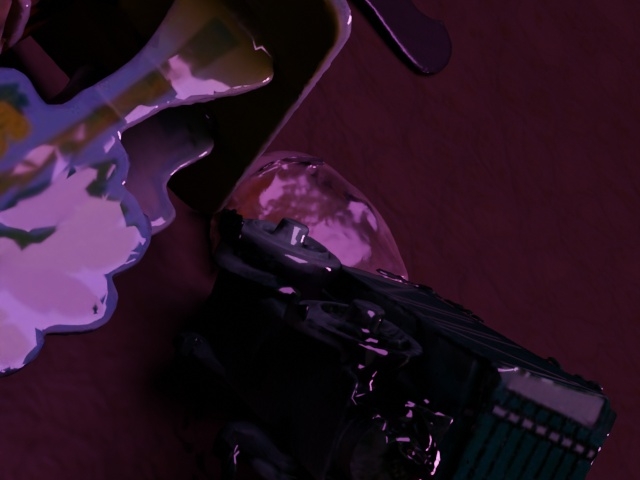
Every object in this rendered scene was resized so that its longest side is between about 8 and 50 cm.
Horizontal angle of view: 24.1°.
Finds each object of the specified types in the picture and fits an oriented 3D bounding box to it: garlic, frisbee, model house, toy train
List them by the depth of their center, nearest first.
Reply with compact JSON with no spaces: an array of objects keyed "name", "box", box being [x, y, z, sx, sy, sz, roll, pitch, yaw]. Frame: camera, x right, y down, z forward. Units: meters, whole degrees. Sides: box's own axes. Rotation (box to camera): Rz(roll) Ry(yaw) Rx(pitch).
[{"name":"model house","box":[-0.214,-0.090,0.674,0.313,0.242,0.358,-40,88,-28]},{"name":"toy train","box":[0.022,0.066,0.730,0.154,0.269,0.115,18,95,-21]},{"name":"garlic","box":[-0.003,-0.001,0.885,0.152,0.066,0.084,25,78,-22]},{"name":"frisbee","box":[-0.008,-0.202,1.034,0.187,0.012,0.211,-13,74,-43]}]
